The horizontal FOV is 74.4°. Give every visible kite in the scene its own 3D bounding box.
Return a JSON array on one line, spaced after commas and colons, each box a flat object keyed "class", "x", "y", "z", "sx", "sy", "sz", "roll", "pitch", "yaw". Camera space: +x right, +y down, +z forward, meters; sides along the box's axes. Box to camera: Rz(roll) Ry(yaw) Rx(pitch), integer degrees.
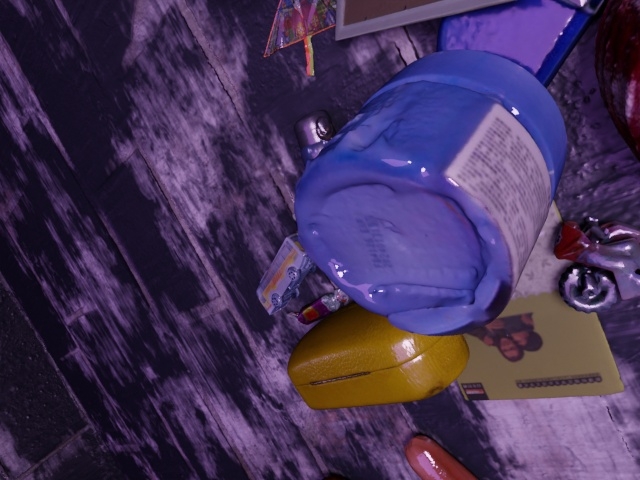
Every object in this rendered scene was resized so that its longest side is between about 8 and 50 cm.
[{"class": "kite", "x": -0.028, "y": -0.345, "z": 0.670, "sx": 0.189, "sy": 0.010, "sz": 0.159, "roll": -5, "pitch": 108, "yaw": 37}]

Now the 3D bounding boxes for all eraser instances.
[{"class": "eraser", "x": 0.251, "y": -0.322, "z": 0.427, "sx": 0.155, "sy": 0.101, "sz": 0.332, "roll": 37, "pitch": 126, "yaw": 17}]

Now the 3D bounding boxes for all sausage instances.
[{"class": "sausage", "x": 0.244, "y": 0.453, "z": 0.803, "sx": 0.194, "sy": 0.077, "sz": 0.077, "roll": 40, "pitch": 128, "yaw": 14}]

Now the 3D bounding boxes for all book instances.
[{"class": "book", "x": 0.270, "y": 0.085, "z": 0.643, "sx": 0.239, "sy": 0.035, "sz": 0.352, "roll": -19, "pitch": 98, "yaw": 37}]

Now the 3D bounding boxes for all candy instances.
[{"class": "candy", "x": -0.008, "y": 0.140, "z": 0.854, "sx": 0.045, "sy": 0.043, "sz": 0.175, "roll": 50, "pitch": 130, "yaw": -7}]

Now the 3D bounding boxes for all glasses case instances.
[{"class": "glasses case", "x": 0.078, "y": 0.177, "z": 0.715, "sx": 0.141, "sy": 0.173, "sz": 0.371, "roll": 59, "pitch": 142, "yaw": 3}]

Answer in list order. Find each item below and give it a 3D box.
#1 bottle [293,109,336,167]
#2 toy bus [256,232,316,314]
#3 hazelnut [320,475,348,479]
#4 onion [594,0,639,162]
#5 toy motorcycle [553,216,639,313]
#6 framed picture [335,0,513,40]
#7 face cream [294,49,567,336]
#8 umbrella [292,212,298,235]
[{"class": "bottle", "x": 0.024, "y": -0.091, "z": 0.706, "sx": 0.082, "sy": 0.072, "sz": 0.245, "roll": 0, "pitch": 113, "yaw": 66}, {"class": "toy bus", "x": -0.069, "y": 0.069, "z": 0.852, "sx": 0.075, "sy": 0.064, "sz": 0.191, "roll": 46, "pitch": 129, "yaw": 16}, {"class": "hazelnut", "x": 0.046, "y": 0.637, "z": 0.995, "sx": 0.154, "sy": 0.143, "sz": 0.143, "roll": 51, "pitch": 130, "yaw": 15}, {"class": "onion", "x": 0.392, "y": -0.133, "z": 0.310, "sx": 0.336, "sy": 0.260, "sz": 0.282, "roll": 27, "pitch": 129, "yaw": 15}, {"class": "toy motorcycle", "x": 0.381, "y": 0.000, "z": 0.502, "sx": 0.213, "sy": 0.082, "sz": 0.122, "roll": -32, "pitch": 95, "yaw": 27}, {"class": "framed picture", "x": 0.120, "y": -0.367, "z": 0.473, "sx": 0.296, "sy": 0.019, "sz": 0.233, "roll": 21, "pitch": 113, "yaw": 50}, {"class": "face cream", "x": 0.122, "y": -0.053, "z": 0.478, "sx": 0.248, "sy": 0.225, "sz": 0.249, "roll": 24, "pitch": 141, "yaw": 21}, {"class": "umbrella", "x": 0.000, "y": 0.000, "z": 0.774, "sx": 0.143, "sy": 0.067, "sz": 0.062, "roll": 53, "pitch": 159, "yaw": -5}]
